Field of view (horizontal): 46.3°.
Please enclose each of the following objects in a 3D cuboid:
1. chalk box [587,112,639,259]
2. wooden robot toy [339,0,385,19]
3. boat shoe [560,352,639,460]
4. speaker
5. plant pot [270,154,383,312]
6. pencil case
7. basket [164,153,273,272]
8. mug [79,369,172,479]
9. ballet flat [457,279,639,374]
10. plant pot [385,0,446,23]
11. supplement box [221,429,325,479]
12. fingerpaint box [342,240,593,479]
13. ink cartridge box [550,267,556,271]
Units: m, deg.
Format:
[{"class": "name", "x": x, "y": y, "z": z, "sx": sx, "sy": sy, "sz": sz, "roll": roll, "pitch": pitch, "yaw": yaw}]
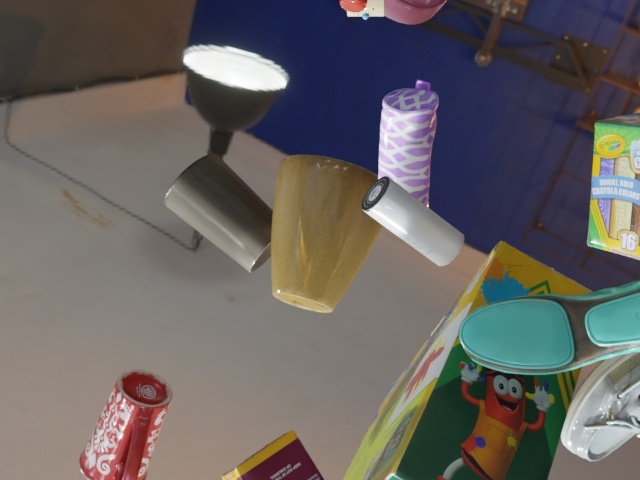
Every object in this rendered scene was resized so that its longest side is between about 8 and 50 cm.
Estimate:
[{"class": "chalk box", "x": 0.583, "y": -0.123, "z": 1.258, "sx": 0.180, "sy": 0.289, "sz": 0.179, "roll": -13, "pitch": -159, "yaw": -29}, {"class": "wooden robot toy", "x": 0.055, "y": -0.213, "z": 0.570, "sx": 0.078, "sy": 0.076, "sz": 0.173, "roll": 2, "pitch": 171, "yaw": 5}, {"class": "boat shoe", "x": 0.452, "y": 0.185, "z": 0.981, "sx": 0.118, "sy": 0.320, "sz": 0.103, "roll": 32, "pitch": -161, "yaw": -38}, {"class": "speaker", "x": 0.120, "y": -0.023, "z": 0.967, "sx": 0.136, "sy": 0.055, "sz": 0.055, "roll": 35, "pitch": -158, "yaw": -20}, {"class": "plant pot", "x": 0.000, "y": 0.000, "z": 1.433, "sx": 0.237, "sy": 0.255, "sz": 0.237, "roll": 15, "pitch": 165, "yaw": 4}, {"class": "pencil case", "x": 0.131, "y": -0.126, "z": 1.119, "sx": 0.086, "sy": 0.206, "sz": 0.088, "roll": 27, "pitch": -134, "yaw": 29}, {"class": "basket", "x": -0.188, "y": -0.053, "z": 1.592, "sx": 0.227, "sy": 0.154, "sz": 0.204, "roll": 42, "pitch": -169, "yaw": 6}, {"class": "mug", "x": -0.296, "y": 0.311, "z": 1.197, "sx": 0.150, "sy": 0.169, "sz": 0.113, "roll": 39, "pitch": -156, "yaw": 33}, {"class": "ballet flat", "x": 0.270, "y": 0.092, "z": 0.772, "sx": 0.247, "sy": 0.083, "sz": 0.087, "roll": -13, "pitch": 164, "yaw": 28}, {"class": "plant pot", "x": 0.194, "y": -0.558, "z": 1.460, "sx": 0.201, "sy": 0.180, "sz": 0.202, "roll": 10, "pitch": -114, "yaw": -23}, {"class": "supplement box", "x": -0.024, "y": 0.320, "z": 0.843, "sx": 0.080, "sy": 0.104, "sz": 0.188, "roll": -29, "pitch": -101, "yaw": -25}, {"class": "fingerpaint box", "x": 0.163, "y": 0.279, "z": 1.010, "sx": 0.163, "sy": 0.445, "sz": 0.371, "roll": 30, "pitch": -130, "yaw": 6}, {"class": "ink cartridge box", "x": 0.379, "y": 0.138, "z": 1.492, "sx": 0.100, "sy": 0.172, "sz": 0.237, "roll": 40, "pitch": 172, "yaw": -13}]
